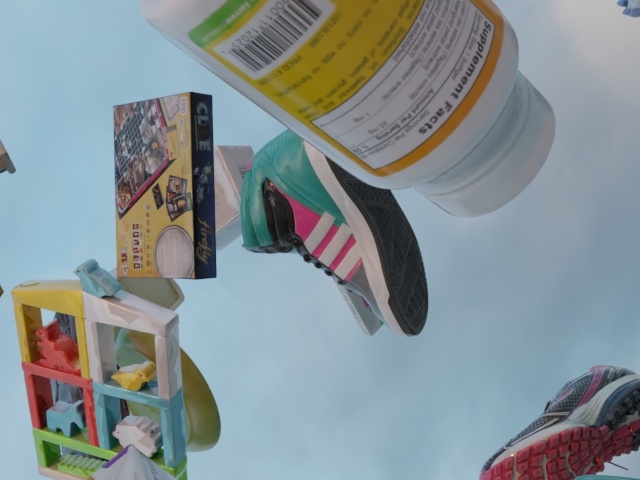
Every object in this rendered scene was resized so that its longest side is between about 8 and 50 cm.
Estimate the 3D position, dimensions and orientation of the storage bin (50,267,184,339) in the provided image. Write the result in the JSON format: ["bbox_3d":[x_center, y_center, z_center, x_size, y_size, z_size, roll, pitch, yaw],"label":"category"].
[{"bbox_3d":[-0.419,0.160,1.618,0.123,0.262,0.260,49,-118,-13],"label":"storage bin"}]

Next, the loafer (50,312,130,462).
[{"bbox_3d":[-0.319,0.218,1.182,0.095,0.302,0.109,9,-48,-34],"label":"loafer"}]

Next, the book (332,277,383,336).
[{"bbox_3d":[0.069,0.058,1.253,0.096,0.035,0.144,-44,-60,-27],"label":"book"}]

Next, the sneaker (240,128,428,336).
[{"bbox_3d":[0.000,0.000,0.998,0.295,0.178,0.124,63,-144,-19],"label":"sneaker"}]

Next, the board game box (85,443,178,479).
[{"bbox_3d":[-0.136,0.348,0.805,0.142,0.144,0.275,-39,-51,-2],"label":"board game box"}]

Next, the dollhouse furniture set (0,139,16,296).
[{"bbox_3d":[-0.589,-0.074,1.341,0.198,0.286,0.303,-27,-32,-18],"label":"dollhouse furniture set"}]

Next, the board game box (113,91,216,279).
[{"bbox_3d":[-0.215,-0.070,1.137,0.042,0.165,0.243,-2,-89,-51],"label":"board game box"}]

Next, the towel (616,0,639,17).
[{"bbox_3d":[0.431,-0.289,0.830,0.285,0.209,0.034,32,-125,-80],"label":"towel"}]

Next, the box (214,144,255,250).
[{"bbox_3d":[-0.180,-0.071,1.471,0.091,0.170,0.130,-8,-110,-53],"label":"box"}]

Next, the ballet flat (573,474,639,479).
[{"bbox_3d":[0.292,0.215,0.598,0.077,0.231,0.077,-35,-64,-56],"label":"ballet flat"}]

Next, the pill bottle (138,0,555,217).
[{"bbox_3d":[0.029,-0.115,0.496,0.245,0.136,0.136,33,-100,-32],"label":"pill bottle"}]

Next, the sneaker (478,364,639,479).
[{"bbox_3d":[0.325,0.261,1.105,0.299,0.112,0.121,-21,-68,-28],"label":"sneaker"}]

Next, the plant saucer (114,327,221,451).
[{"bbox_3d":[-0.255,0.240,1.309,0.037,0.241,0.241,-35,-48,-40],"label":"plant saucer"}]

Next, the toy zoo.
[{"bbox_3d":[-0.238,0.154,0.904,0.030,0.192,0.293,-45,-40,-58],"label":"toy zoo"}]
